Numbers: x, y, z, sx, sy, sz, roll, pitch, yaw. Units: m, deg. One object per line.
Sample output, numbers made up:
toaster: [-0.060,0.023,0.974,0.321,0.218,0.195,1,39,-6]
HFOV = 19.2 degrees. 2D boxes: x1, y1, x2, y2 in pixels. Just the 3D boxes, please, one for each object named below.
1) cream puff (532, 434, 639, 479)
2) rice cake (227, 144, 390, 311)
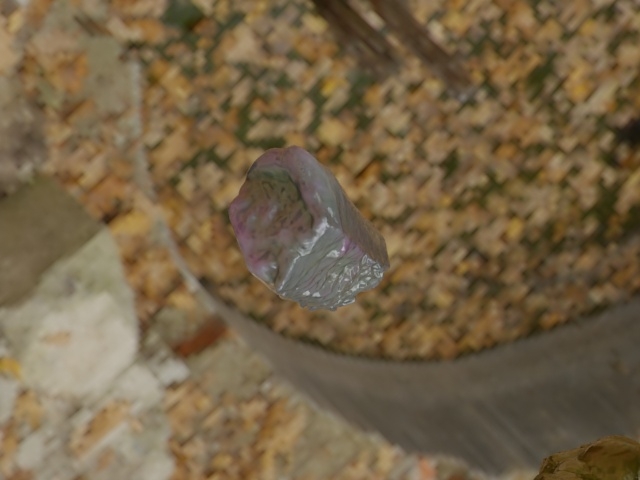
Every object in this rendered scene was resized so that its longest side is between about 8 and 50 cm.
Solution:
cream puff: [0.115,0.143,0.652,0.156,0.121,0.156,-4,99,-24]
rice cake: [-0.001,0.000,0.837,0.049,0.055,0.270,-38,171,2]
